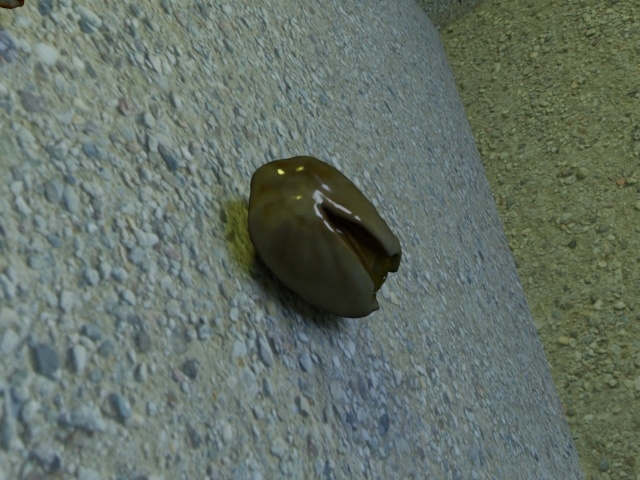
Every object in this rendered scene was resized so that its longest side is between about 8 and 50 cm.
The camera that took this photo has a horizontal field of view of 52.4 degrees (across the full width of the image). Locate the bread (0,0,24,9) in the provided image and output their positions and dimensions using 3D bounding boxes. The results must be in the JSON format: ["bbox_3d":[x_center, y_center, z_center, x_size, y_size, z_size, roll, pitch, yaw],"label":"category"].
[{"bbox_3d":[-0.391,-0.343,0.616,0.139,0.095,0.268,-29,104,-62],"label":"bread"}]

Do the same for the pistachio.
[{"bbox_3d":[0.000,0.000,0.903,0.166,0.197,0.288,-54,136,-15],"label":"pistachio"}]
